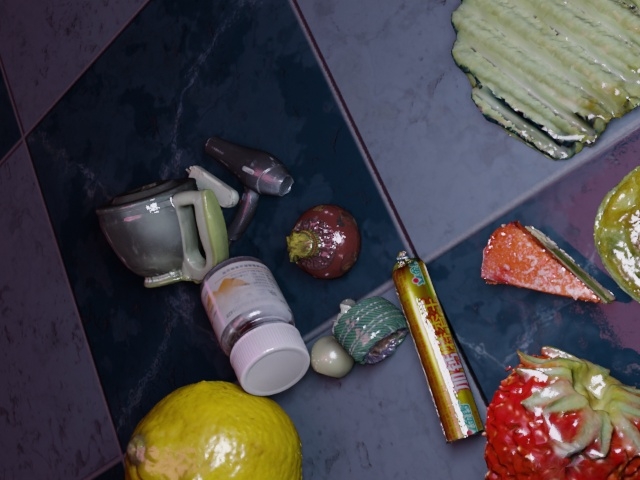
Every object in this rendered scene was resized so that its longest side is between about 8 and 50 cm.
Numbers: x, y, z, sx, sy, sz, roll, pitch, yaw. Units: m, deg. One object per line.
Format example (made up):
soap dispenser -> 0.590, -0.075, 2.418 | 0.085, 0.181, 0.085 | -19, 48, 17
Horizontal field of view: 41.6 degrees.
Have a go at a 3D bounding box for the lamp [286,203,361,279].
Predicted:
lamp -> 0.003, 0.003, 1.703 | 0.156, 0.135, 0.157 | 43, 111, 31

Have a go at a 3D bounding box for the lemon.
lemon -> -0.222, 0.451, 1.710 | 0.350, 0.387, 0.349 | -27, 55, 47

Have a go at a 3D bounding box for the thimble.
thimble -> 0.099, 0.174, 1.618 | 0.090, 0.135, 0.118 | 47, 122, 28

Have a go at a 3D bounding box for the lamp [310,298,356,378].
lamp -> 0.037, 0.196, 1.706 | 0.091, 0.091, 0.163 | 13, 80, 38

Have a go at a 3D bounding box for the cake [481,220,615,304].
cake -> 0.391, 0.032, 1.430 | 0.221, 0.086, 0.116 | 10, 96, 39

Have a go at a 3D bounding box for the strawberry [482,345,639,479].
strawberry -> 0.372, 0.351, 1.337 | 0.292, 0.292, 0.343 | 39, 125, 33

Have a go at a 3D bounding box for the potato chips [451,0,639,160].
potato chips -> 0.398, -0.356, 1.465 | 0.429, 0.070, 0.358 | 47, 112, 29

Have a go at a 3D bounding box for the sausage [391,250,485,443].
sausage -> 0.213, 0.187, 1.571 | 0.082, 0.082, 0.371 | -29, 69, 33

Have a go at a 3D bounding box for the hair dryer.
hair dryer -> -0.197, -0.086, 1.879 | 0.236, 0.091, 0.271 | 29, 103, 27

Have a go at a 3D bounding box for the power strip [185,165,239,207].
power strip -> -0.258, -0.128, 1.981 | 0.191, 0.030, 0.047 | 34, 110, 34

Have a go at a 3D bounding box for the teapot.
teapot -> -0.332, -0.020, 1.938 | 0.322, 0.239, 0.239 | -13, 104, 17

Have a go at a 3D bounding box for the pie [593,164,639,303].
pie -> 0.587, -0.013, 1.293 | 0.323, 0.071, 0.323 | -1, 88, 37

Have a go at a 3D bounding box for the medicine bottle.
medicine bottle -> -0.138, 0.173, 1.750 | 0.165, 0.165, 0.273 | -54, 43, 22
